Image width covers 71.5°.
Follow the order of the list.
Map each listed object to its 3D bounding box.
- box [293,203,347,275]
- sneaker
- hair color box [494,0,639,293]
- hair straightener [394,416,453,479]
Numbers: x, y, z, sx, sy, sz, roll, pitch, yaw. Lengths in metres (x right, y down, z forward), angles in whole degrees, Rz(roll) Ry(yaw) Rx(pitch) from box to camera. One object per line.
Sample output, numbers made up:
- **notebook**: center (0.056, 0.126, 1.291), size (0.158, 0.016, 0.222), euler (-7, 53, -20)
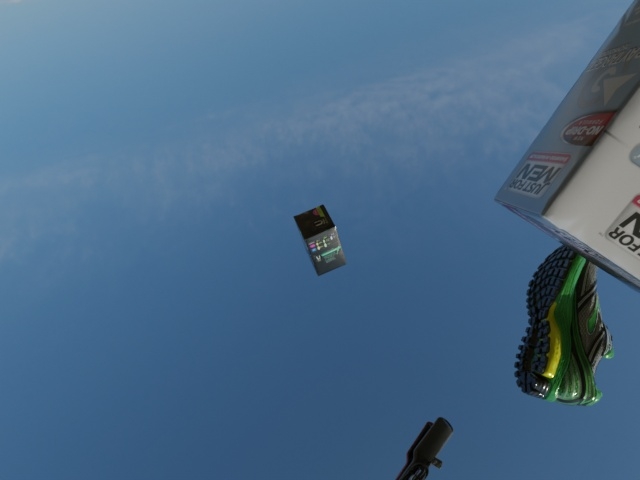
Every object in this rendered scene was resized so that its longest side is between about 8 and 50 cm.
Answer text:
- **box**: center (0.000, 0.000, 0.682), size (0.052, 0.083, 0.062), euler (-23, -138, -4)
- **sneaker**: center (0.494, 0.154, 0.879), size (0.146, 0.134, 0.344), euler (20, -107, 1)
- **hair color box**: center (0.346, -0.137, 0.372), size (0.375, 0.185, 0.114), euler (-58, -174, 11)
- **hair straightener**: center (0.168, 0.392, 0.780), size (0.230, 0.089, 0.047), euler (-27, -109, -39)
